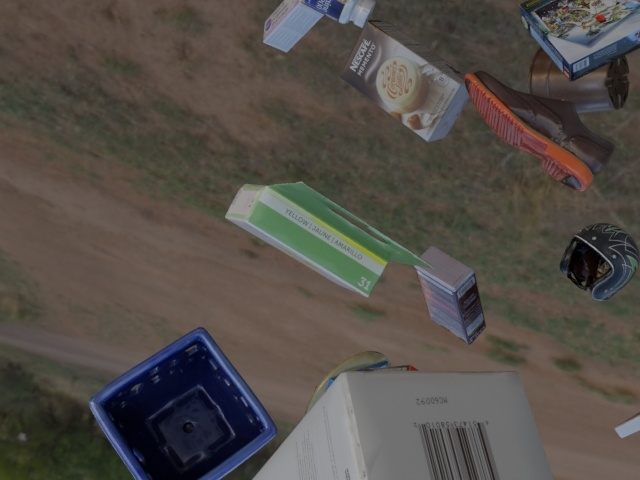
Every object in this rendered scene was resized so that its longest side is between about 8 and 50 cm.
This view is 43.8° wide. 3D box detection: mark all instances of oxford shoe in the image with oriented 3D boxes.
[{"bbox_3d":[0.353,-0.198,1.302,0.271,0.098,0.097,43,175,12],"label":"oxford shoe"}]

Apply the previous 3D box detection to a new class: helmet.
[{"bbox_3d":[0.651,0.040,1.836,0.170,0.161,0.169,18,-155,-9],"label":"helmet"}]

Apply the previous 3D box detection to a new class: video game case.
[{"bbox_3d":[0.669,0.252,1.405,0.025,0.285,0.204,58,169,20],"label":"video game case"}]

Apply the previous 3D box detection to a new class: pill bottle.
[{"bbox_3d":[0.028,-0.403,1.325,0.120,0.067,0.067,27,164,0],"label":"pill bottle"}]

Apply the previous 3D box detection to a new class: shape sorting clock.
[{"bbox_3d":[0.053,0.294,1.496,0.040,0.206,0.206,36,177,37],"label":"shape sorting clock"}]

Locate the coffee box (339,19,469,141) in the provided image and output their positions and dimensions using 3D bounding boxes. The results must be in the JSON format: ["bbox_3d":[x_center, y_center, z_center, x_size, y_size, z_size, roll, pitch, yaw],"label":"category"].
[{"bbox_3d":[0.180,-0.333,1.655,0.246,0.141,0.098,39,-149,19],"label":"coffee box"}]

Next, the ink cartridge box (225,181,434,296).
[{"bbox_3d":[0.000,0.000,0.874,0.171,0.056,0.235,32,175,-18],"label":"ink cartridge box"}]

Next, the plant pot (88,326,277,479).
[{"bbox_3d":[-0.234,0.324,1.411,0.236,0.236,0.212,53,166,13],"label":"plant pot"}]

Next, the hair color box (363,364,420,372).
[{"bbox_3d":[0.147,0.252,1.245,0.093,0.053,0.167,-13,140,41],"label":"hair color box"}]

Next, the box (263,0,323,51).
[{"bbox_3d":[-0.014,-0.502,1.641,0.067,0.063,0.324,17,153,-27],"label":"box"}]

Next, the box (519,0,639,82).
[{"bbox_3d":[0.454,-0.360,1.241,0.233,0.159,0.044,-26,144,3],"label":"box"}]

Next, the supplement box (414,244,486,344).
[{"bbox_3d":[0.310,0.132,1.885,0.130,0.073,0.239,34,158,38],"label":"supplement box"}]

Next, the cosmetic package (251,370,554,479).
[{"bbox_3d":[0.052,0.279,0.813,0.197,0.155,0.365,4,145,-24],"label":"cosmetic package"}]

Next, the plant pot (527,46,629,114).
[{"bbox_3d":[0.554,-0.336,1.695,0.165,0.166,0.167,6,160,42],"label":"plant pot"}]
